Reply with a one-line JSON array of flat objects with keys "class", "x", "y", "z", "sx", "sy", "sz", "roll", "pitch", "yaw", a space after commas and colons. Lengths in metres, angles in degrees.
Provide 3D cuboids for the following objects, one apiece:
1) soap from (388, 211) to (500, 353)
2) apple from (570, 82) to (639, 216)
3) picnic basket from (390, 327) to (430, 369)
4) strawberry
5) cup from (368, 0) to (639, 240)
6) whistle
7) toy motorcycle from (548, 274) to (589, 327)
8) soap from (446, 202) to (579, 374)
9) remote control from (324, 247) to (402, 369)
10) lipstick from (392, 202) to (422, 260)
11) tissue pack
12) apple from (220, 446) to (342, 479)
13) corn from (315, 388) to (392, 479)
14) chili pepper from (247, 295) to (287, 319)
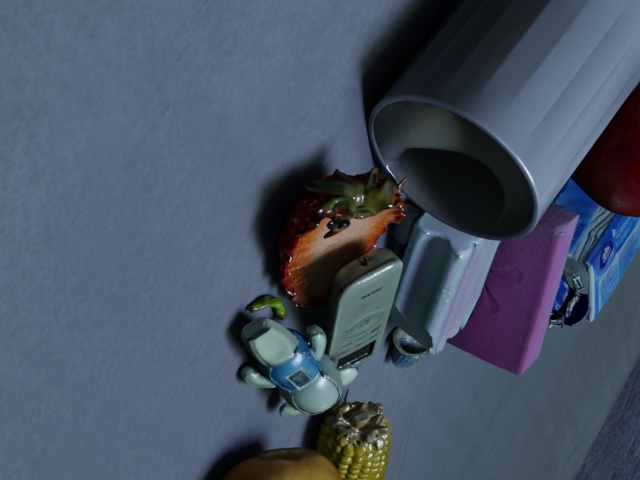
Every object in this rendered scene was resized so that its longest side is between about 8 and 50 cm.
[{"class": "soap", "x": 0.165, "y": 0.048, "z": 1.702, "sx": 0.145, "sy": 0.091, "sz": 0.230, "roll": -39, "pitch": 155, "yaw": -43}, {"class": "apple", "x": 0.461, "y": -0.202, "z": 1.825, "sx": 0.328, "sy": 0.295, "sz": 0.365, "roll": -65, "pitch": 164, "yaw": -11}, {"class": "picnic basket", "x": 0.135, "y": 0.147, "z": 1.805, "sx": 0.083, "sy": 0.065, "sz": 0.083, "roll": -51, "pitch": 156, "yaw": 24}, {"class": "strawberry", "x": -0.002, "y": -0.005, "z": 1.394, "sx": 0.167, "sy": 0.087, "sz": 0.208, "roll": -15, "pitch": 153, "yaw": -41}, {"class": "cup", "x": 0.230, "y": -0.179, "z": 1.523, "sx": 0.327, "sy": 0.237, "sz": 0.323, "roll": -52, "pitch": -179, "yaw": -25}, {"class": "whistle", "x": -0.035, "y": 0.143, "z": 1.459, "sx": 0.114, "sy": 0.077, "sz": 0.235, "roll": -31, "pitch": 146, "yaw": 5}, {"class": "toy motorcycle", "x": 0.349, "y": 0.064, "z": 2.008, "sx": 0.113, "sy": 0.169, "sz": 0.315, "roll": -60, "pitch": 155, "yaw": -8}, {"class": "soap", "x": 0.254, "y": 0.049, "z": 1.801, "sx": 0.081, "sy": 0.181, "sz": 0.259, "roll": -32, "pitch": 141, "yaw": -49}, {"class": "remote control", "x": 0.043, "y": 0.094, "z": 1.502, "sx": 0.090, "sy": 0.038, "sz": 0.309, "roll": -28, "pitch": 159, "yaw": -17}, {"class": "lipstick", "x": 0.109, "y": 0.001, "z": 1.658, "sx": 0.025, "sy": 0.025, "sz": 0.107, "roll": -33, "pitch": 146, "yaw": -46}, {"class": "tissue pack", "x": 0.492, "y": -0.021, "z": 2.228, "sx": 0.263, "sy": 0.146, "sz": 0.198, "roll": -52, "pitch": 150, "yaw": -23}, {"class": "apple", "x": -0.050, "y": 0.339, "z": 1.499, "sx": 0.199, "sy": 0.199, "sz": 0.199, "roll": -44, "pitch": 148, "yaw": -37}, {"class": "corn", "x": 0.037, "y": 0.345, "z": 1.749, "sx": 0.106, "sy": 0.106, "sz": 0.305, "roll": -41, "pitch": 151, "yaw": -40}, {"class": "chili pepper", "x": -0.056, "y": 0.078, "z": 1.418, "sx": 0.030, "sy": 0.017, "sz": 0.083, "roll": -61, "pitch": 155, "yaw": -3}]
